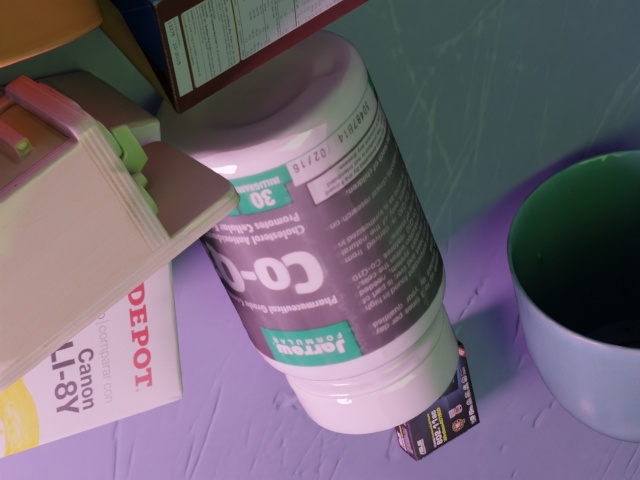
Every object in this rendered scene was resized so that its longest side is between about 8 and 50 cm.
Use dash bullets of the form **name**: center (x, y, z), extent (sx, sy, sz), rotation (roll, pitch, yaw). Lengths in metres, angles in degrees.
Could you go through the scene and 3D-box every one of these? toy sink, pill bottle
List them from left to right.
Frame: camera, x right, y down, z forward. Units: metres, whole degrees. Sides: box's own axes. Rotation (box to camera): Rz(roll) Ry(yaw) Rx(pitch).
- **toy sink**: center (-0.204, -0.028, 1.129), extent (0.234, 0.153, 0.131), rotation (-38, 123, -14)
- **pill bottle**: center (0.000, 0.000, 1.449), extent (0.204, 0.204, 0.361), rotation (-36, 126, -15)

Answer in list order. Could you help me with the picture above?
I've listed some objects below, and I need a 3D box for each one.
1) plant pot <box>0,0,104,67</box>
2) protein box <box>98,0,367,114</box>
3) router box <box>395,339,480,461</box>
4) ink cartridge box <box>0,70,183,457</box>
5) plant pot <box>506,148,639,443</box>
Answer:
- **plant pot**: center (-0.324, -0.213, 1.100), extent (0.291, 0.291, 0.203), rotation (-23, 107, -24)
- **protein box**: center (-0.095, -0.251, 1.246), extent (0.201, 0.200, 0.136), rotation (-33, 151, -17)
- **router box**: center (0.124, 0.174, 1.724), extent (0.092, 0.038, 0.122), rotation (-29, 125, -19)
- **ink cartridge box**: center (-0.322, 0.039, 1.278), extent (0.385, 0.160, 0.279), rotation (-16, 119, -27)
- **plant pot**: center (0.357, 0.083, 1.691), extent (0.293, 0.293, 0.235), rotation (-31, 139, -19)
